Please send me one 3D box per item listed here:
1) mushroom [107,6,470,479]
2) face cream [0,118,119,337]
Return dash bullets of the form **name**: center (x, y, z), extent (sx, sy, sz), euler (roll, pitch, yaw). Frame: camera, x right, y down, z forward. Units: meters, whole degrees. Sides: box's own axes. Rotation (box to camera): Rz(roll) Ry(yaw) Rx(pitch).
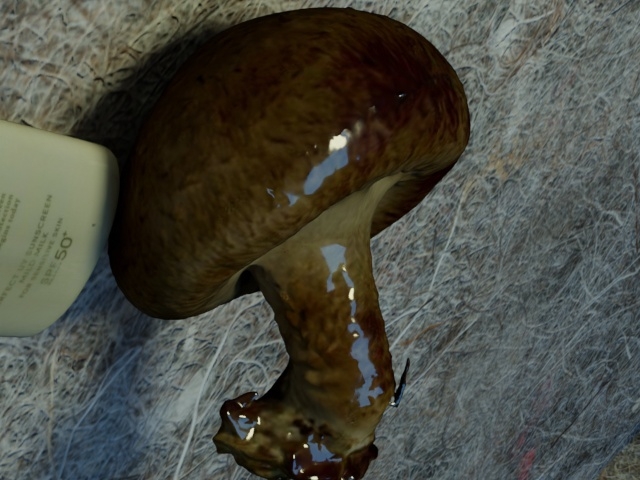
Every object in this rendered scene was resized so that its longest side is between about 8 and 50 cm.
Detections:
- **mushroom**: center (-0.016, -0.007, 1.340), extent (0.331, 0.356, 0.334), euler (10, 143, -45)
- **face cream**: center (-0.285, -0.015, 1.146), extent (0.173, 0.081, 0.348), euler (-61, 153, 8)
